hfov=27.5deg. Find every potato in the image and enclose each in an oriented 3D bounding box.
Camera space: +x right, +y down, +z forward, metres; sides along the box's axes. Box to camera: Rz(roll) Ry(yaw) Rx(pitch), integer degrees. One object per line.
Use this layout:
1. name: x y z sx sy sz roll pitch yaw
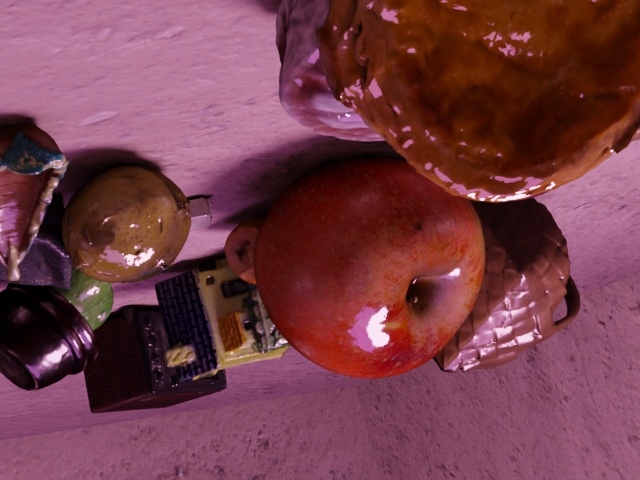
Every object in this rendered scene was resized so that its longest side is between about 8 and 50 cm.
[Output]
1. potato: -0.245 -0.015 1.689 0.169 0.143 0.248 -24 170 -1

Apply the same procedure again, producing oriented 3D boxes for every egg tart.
1. egg tart: 0.158 -0.205 1.133 0.341 0.341 0.129 -12 -160 -13

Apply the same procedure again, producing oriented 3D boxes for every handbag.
1. handbag: -0.425 0.011 1.772 0.175 0.088 0.270 -4 165 -12

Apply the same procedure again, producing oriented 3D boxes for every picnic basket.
1. picnic basket: 0.327 0.059 2.304 0.337 0.293 0.337 -26 151 -15

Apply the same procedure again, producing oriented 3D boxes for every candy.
1. candy: 0.094 -0.198 1.298 0.290 0.157 0.214 -6 149 -11

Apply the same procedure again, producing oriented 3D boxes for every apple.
1. apple: 0.070 0.035 1.909 0.349 0.277 0.348 -23 130 -31

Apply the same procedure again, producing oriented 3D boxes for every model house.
1. model house: -0.178 0.125 2.242 0.212 0.193 0.170 -14 170 -14

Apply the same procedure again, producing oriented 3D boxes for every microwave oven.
1. microwave oven: -0.323 0.230 2.559 0.188 0.178 0.247 -23 165 31

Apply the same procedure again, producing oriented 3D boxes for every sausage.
1. sausage: 0.002 0.004 2.144 0.354 0.116 0.134 -7 154 -46

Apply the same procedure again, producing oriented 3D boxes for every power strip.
1. power strip: -0.249 -0.023 1.907 0.192 0.035 0.081 -12 167 -8

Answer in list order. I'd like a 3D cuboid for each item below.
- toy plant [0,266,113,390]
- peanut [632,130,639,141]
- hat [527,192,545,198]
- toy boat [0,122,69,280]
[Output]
1. toy plant: -0.403 0.115 2.018 0.235 0.175 0.218 -49 176 -30
2. peanut: 0.439 -0.180 1.908 0.194 0.083 0.093 -13 153 -5
3. hat: 0.316 -0.111 2.053 0.206 0.089 0.205 -14 167 -3
4. toy boat: -0.362 -0.052 1.534 0.109 0.099 0.293 -10 159 -21
